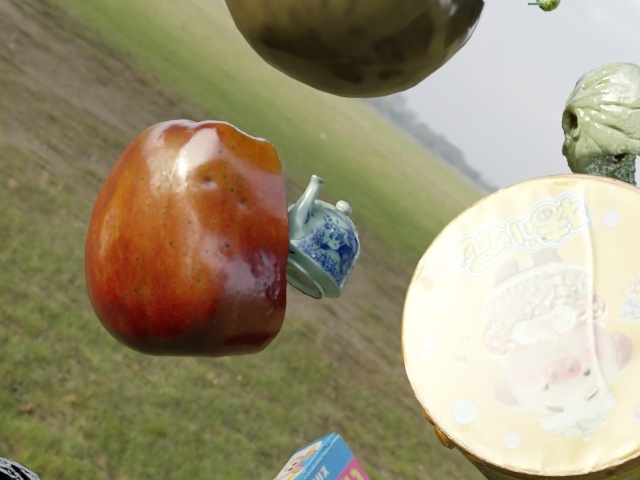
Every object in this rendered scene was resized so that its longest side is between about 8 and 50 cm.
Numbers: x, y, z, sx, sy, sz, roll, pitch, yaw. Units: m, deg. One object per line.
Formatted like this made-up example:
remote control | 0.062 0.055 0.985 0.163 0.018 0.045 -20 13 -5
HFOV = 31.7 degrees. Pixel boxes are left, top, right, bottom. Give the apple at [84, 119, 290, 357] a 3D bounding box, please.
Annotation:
apple | -0.195 0.000 1.693 0.329 0.364 0.295 9 3 3

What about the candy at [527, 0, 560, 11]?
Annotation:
candy | 0.334 -0.364 1.718 0.035 0.035 0.123 54 32 6

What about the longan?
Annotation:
longan | 0.049 -0.395 1.638 0.405 0.404 0.336 35 40 -15

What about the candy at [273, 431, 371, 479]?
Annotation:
candy | 0.047 0.457 1.675 0.305 0.100 0.157 57 35 -7

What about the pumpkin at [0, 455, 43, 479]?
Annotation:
pumpkin | -0.479 0.432 1.494 0.239 0.315 0.315 13 0 16

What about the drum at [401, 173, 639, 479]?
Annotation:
drum | 0.330 0.135 1.488 0.431 0.431 0.214 42 -2 33

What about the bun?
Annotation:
bun | 0.429 -0.166 1.707 0.127 0.212 0.204 -4 32 -8

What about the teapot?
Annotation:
teapot | 0.000 0.000 1.734 0.159 0.159 0.232 42 -11 34
